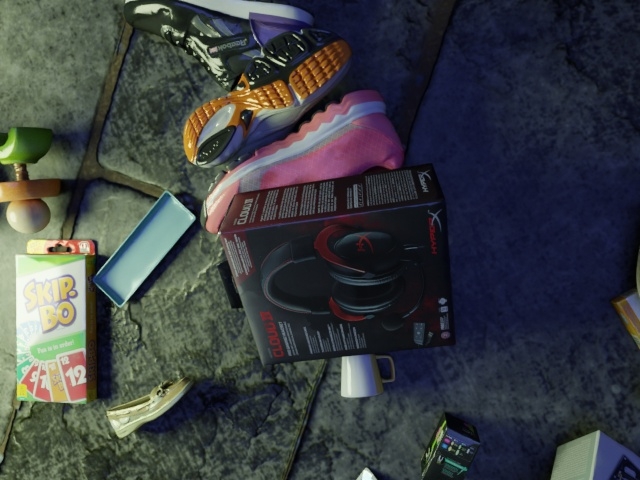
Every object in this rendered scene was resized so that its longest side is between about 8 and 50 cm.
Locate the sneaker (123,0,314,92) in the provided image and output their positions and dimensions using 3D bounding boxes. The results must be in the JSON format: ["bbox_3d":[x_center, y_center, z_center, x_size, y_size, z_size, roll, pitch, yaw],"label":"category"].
[{"bbox_3d":[-0.156,-0.282,0.734,0.283,0.107,0.124,10,99,8],"label":"sneaker"}]

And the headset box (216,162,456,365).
[{"bbox_3d":[0.015,0.039,0.662,0.293,0.110,0.218,-7,120,7],"label":"headset box"}]

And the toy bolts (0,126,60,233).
[{"bbox_3d":[-0.539,-0.081,0.758,0.228,0.218,0.159,0,98,27],"label":"toy bolts"}]

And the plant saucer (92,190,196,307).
[{"bbox_3d":[-0.276,0.014,0.799,0.067,0.018,0.192,42,98,6],"label":"plant saucer"}]

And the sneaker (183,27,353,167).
[{"bbox_3d":[-0.063,-0.186,0.705,0.262,0.121,0.099,-29,76,20],"label":"sneaker"}]

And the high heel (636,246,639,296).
[{"bbox_3d":[0.509,0.067,0.638,0.186,0.093,0.261,-1,78,-14],"label":"high heel"}]

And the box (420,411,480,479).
[{"bbox_3d":[0.181,0.297,0.712,0.052,0.062,0.083,24,94,9],"label":"box"}]

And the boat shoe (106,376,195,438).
[{"bbox_3d":[-0.263,0.249,0.785,0.153,0.056,0.048,-33,91,15],"label":"boat shoe"}]

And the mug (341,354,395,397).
[{"bbox_3d":[0.062,0.188,0.738,0.062,0.078,0.064,-14,79,41],"label":"mug"}]

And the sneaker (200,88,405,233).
[{"bbox_3d":[-0.025,-0.077,0.705,0.313,0.116,0.136,-32,83,8],"label":"sneaker"}]

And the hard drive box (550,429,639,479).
[{"bbox_3d":[0.364,0.385,0.603,0.181,0.232,0.089,33,140,5],"label":"hard drive box"}]

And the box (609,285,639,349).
[{"bbox_3d":[0.476,0.084,0.680,0.136,0.028,0.081,-32,86,10],"label":"box"}]

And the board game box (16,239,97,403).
[{"bbox_3d":[-0.425,0.128,0.818,0.124,0.039,0.260,0,89,8],"label":"board game box"}]

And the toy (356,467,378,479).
[{"bbox_3d":[0.083,0.444,0.671,0.137,0.056,0.237,-54,49,6],"label":"toy"}]
